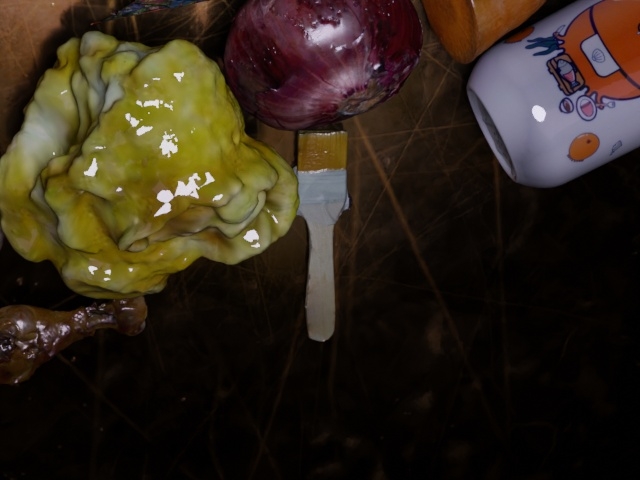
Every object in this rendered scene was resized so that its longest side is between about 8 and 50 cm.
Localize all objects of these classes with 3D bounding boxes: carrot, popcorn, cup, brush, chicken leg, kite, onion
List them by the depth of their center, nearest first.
[{"bbox_3d":[-0.183,-0.290,1.250,0.189,0.232,0.009,-10,87,-43],"label":"kite"},{"bbox_3d":[-0.221,-0.088,1.285,0.334,0.294,0.292,-10,162,31],"label":"popcorn"},{"bbox_3d":[-0.001,-0.250,1.285,0.252,0.219,0.252,-19,157,-9],"label":"onion"},{"bbox_3d":[0.241,-0.346,1.324,0.225,0.159,0.159,-31,119,-11],"label":"carrot"},{"bbox_3d":[0.364,-0.210,1.368,0.317,0.212,0.212,-28,119,4],"label":"cup"},{"bbox_3d":[-0.362,0.125,1.452,0.251,0.087,0.107,-16,139,-12],"label":"chicken leg"},{"bbox_3d":[0.000,0.000,1.498,0.085,0.020,0.337,-4,118,-11],"label":"brush"}]

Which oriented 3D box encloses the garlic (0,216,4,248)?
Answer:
[{"bbox_3d":[-0.501,-0.015,1.303,0.227,0.152,0.228,-7,125,-10],"label":"garlic"}]
